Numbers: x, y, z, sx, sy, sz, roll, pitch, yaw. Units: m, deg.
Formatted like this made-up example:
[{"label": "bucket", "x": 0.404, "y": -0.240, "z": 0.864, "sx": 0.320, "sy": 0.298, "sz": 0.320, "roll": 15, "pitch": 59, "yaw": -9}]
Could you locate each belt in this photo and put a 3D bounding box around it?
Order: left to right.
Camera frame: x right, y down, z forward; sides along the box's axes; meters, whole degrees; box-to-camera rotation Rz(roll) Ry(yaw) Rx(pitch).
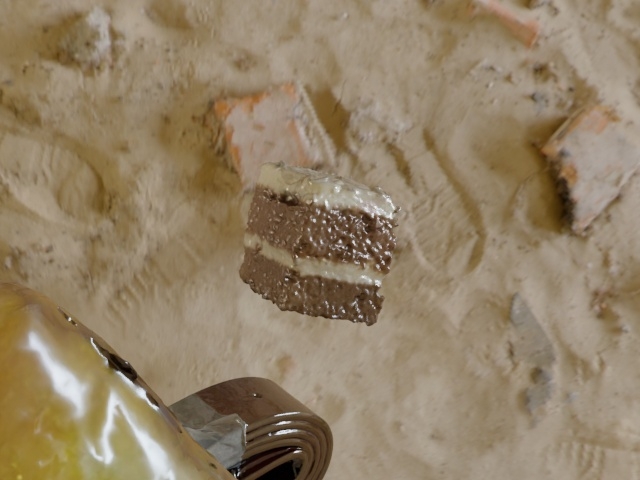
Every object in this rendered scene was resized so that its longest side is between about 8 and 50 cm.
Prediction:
[{"label": "belt", "x": -0.142, "y": 0.310, "z": 1.411, "sx": 0.339, "sy": 0.217, "sz": 0.122, "roll": -20, "pitch": 35, "yaw": -35}]

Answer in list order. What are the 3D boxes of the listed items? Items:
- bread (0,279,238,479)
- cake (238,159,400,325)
[{"label": "bread", "x": -0.179, "y": 0.153, "z": 0.625, "sx": 0.148, "sy": 0.328, "sz": 0.337, "roll": -52, "pitch": 126, "yaw": -24}, {"label": "cake", "x": 0.000, "y": 0.000, "z": 1.150, "sx": 0.134, "sy": 0.135, "sz": 0.147, "roll": 13, "pitch": 96, "yaw": -32}]
